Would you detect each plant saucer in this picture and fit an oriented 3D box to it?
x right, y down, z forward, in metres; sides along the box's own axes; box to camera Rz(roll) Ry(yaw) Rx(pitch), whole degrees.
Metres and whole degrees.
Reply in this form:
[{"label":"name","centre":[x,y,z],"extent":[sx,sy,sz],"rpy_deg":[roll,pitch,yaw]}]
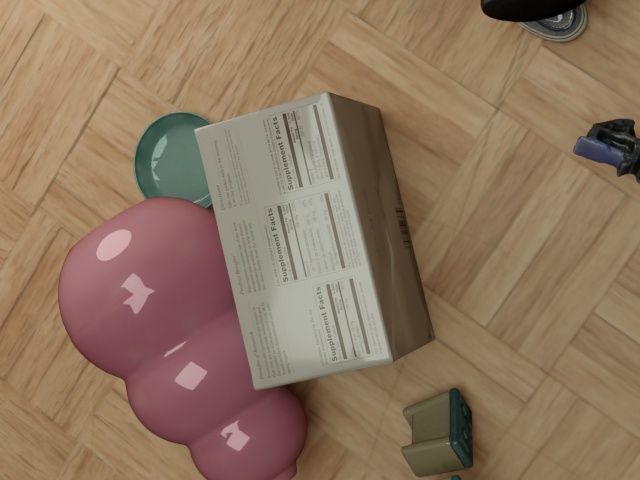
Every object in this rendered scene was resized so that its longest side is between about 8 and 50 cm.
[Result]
[{"label":"plant saucer","centre":[-0.155,-0.087,1.377],"extent":[0.119,0.021,0.119],"rpy_deg":[1,92,19]}]

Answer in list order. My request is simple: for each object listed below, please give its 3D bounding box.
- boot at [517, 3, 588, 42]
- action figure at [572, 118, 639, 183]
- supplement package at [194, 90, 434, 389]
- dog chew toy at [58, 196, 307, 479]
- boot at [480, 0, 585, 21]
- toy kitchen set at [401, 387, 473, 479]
[{"label":"boot","centre":[0.190,-0.275,1.222],"extent":[0.190,0.086,0.069],"rpy_deg":[45,104,12]},{"label":"action figure","centre":[0.416,-0.108,1.083],"extent":[0.341,0.178,0.330],"rpy_deg":[14,72,5]},{"label":"supplement package","centre":[0.000,0.000,1.231],"extent":[0.145,0.204,0.261],"rpy_deg":[-13,87,16]},{"label":"dog chew toy","centre":[-0.131,0.120,1.290],"extent":[0.207,0.206,0.331],"rpy_deg":[-34,90,16]},{"label":"boot","centre":[0.218,-0.370,1.162],"extent":[0.264,0.096,0.280],"rpy_deg":[-25,84,-9]},{"label":"toy kitchen set","centre":[0.178,0.279,1.256],"extent":[0.122,0.166,0.207],"rpy_deg":[-19,122,19]}]
